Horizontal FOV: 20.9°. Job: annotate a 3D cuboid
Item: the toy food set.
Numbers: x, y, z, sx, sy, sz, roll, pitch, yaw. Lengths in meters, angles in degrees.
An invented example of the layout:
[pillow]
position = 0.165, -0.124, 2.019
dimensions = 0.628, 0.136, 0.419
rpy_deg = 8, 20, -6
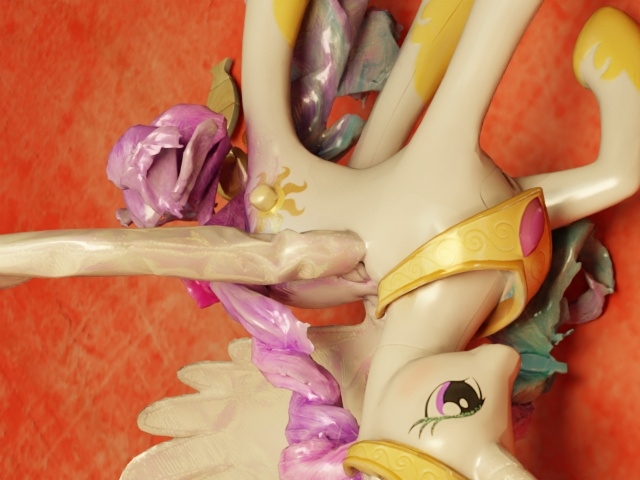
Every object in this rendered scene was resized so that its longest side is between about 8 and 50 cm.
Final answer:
[toy food set]
position = -0.041, -0.066, 1.077
dimensions = 0.078, 0.019, 0.122
rpy_deg = -23, 54, 41

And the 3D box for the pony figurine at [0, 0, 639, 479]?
[pony figurine]
position = 0.000, 0.000, 0.858
dimensions = 0.351, 0.303, 0.363
rpy_deg = -4, 60, 38
